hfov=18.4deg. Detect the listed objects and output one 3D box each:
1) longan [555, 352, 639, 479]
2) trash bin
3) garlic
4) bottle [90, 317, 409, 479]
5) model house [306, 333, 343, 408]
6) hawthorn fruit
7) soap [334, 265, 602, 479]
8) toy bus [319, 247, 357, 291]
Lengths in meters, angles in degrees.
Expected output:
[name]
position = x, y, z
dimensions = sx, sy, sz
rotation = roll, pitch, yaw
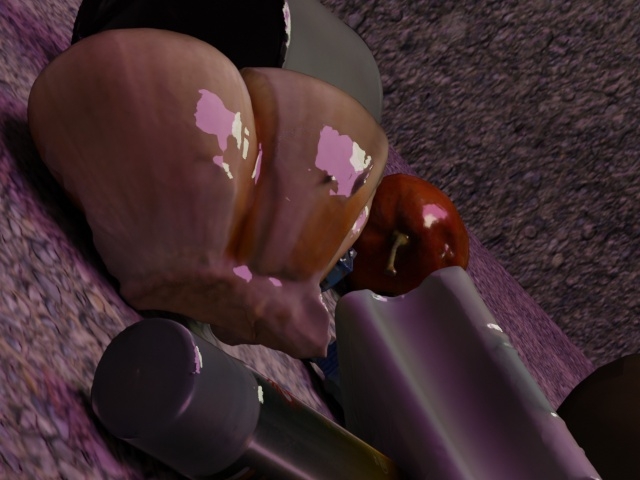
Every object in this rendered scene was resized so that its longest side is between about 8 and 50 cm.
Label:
[longan]
position = 0.351, 0.289, 1.719
dimensions = 0.404, 0.336, 0.404
rotation = 42, 25, -25
[trash bin]
position = -0.082, -0.155, 1.882
dimensions = 0.277, 0.217, 0.262
rotation = 41, 5, 24
[garlic]
position = -0.086, -0.050, 1.558
dimensions = 0.313, 0.286, 0.249
rotation = -100, -167, -63
[bottle]
position = -0.038, 0.135, 1.284
dimensions = 0.286, 0.082, 0.082
rotation = 38, 14, -52
[model house]
position = 0.057, 0.117, 1.786
dimensions = 0.148, 0.119, 0.148
rotation = 44, 6, 24
[hawthorn fruit]
position = 0.083, 0.002, 2.170
dimensions = 0.165, 0.165, 0.285
rotation = 51, 3, 9
[soap]
position = 0.118, 0.198, 1.445
dimensions = 0.347, 0.115, 0.208
rotation = -120, -162, -54
[toy bus]
position = 0.000, 0.000, 2.148
dimensions = 0.051, 0.061, 0.153
rotation = 48, 10, -21
